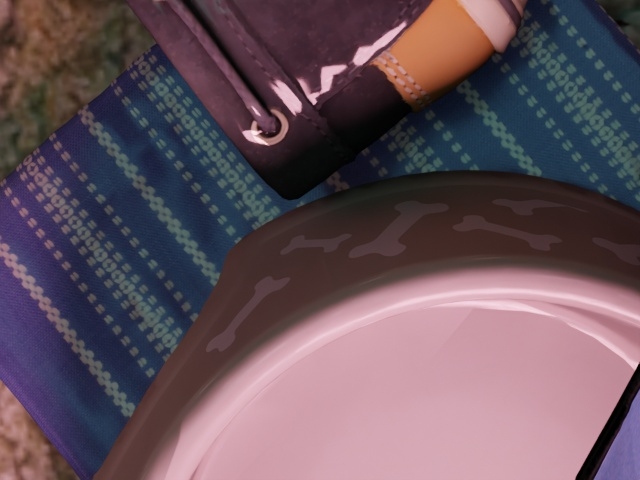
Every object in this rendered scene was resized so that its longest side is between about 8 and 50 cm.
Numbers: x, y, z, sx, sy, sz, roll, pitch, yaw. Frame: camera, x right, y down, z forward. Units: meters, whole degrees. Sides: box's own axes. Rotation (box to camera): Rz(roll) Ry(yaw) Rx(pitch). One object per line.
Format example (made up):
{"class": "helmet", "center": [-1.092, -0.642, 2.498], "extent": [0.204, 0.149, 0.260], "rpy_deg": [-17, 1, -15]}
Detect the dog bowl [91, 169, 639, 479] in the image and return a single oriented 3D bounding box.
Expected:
{"class": "dog bowl", "center": [0.063, 0.149, 0.734], "extent": [0.348, 0.102, 0.349], "rpy_deg": [-1, 99, -4]}

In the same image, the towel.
{"class": "towel", "center": [0.000, 0.000, 0.820], "extent": [0.336, 0.040, 0.243], "rpy_deg": [-40, 85, 9]}

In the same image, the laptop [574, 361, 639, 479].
{"class": "laptop", "center": [0.295, 0.050, 0.561], "extent": [0.408, 0.382, 0.236], "rpy_deg": [-12, 48, 11]}

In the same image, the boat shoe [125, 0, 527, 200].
{"class": "boat shoe", "center": [-0.142, -0.207, 0.735], "extent": [0.500, 0.187, 0.156], "rpy_deg": [40, 95, 3]}
